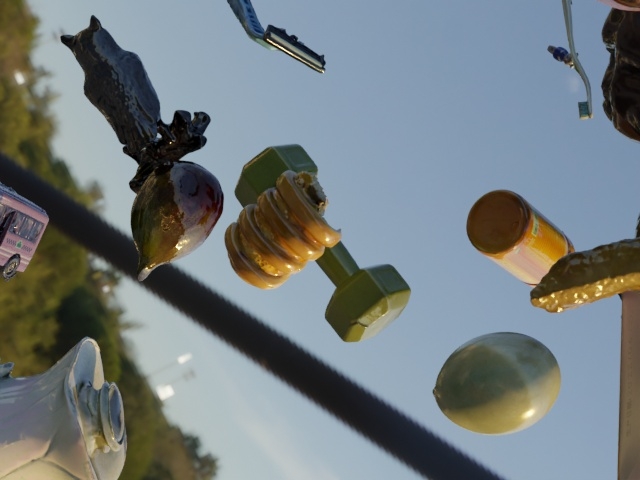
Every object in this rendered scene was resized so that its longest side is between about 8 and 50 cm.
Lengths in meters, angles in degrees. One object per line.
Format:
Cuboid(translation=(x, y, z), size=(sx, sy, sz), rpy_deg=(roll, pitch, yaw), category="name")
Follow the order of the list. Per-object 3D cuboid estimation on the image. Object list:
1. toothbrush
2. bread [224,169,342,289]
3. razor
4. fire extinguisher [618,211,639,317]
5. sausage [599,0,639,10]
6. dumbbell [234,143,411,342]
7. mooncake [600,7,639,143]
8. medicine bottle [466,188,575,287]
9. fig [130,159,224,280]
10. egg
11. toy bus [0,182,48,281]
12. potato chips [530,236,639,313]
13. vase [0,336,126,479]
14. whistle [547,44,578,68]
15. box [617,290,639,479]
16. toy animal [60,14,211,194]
Cuboid(translation=(0.432, -0.317, 2.187), size=(0.022, 0.026, 0.263), rpy_deg=(55, 29, -60), category="toothbrush")
Cuboid(translation=(-0.052, -0.012, 1.732), size=(0.119, 0.177, 0.084), rpy_deg=(54, 17, 15), category="bread")
Cuboid(translation=(-0.078, -0.249, 1.293), size=(0.082, 0.042, 0.253), rpy_deg=(23, 28, -44), category="razor")
Cuboid(translation=(0.477, 0.042, 1.905), size=(0.099, 0.231, 0.071), rpy_deg=(42, -43, -21), category="fire extinguisher")
Cuboid(translation=(0.275, -0.267, 1.192), size=(0.270, 0.109, 0.109), rpy_deg=(-95, 164, -73), category="sausage")
Cuboid(translation=(0.000, 0.000, 1.834), size=(0.108, 0.121, 0.302), rpy_deg=(-46, -107, 30), category="dumbbell")
Cuboid(translation=(0.532, -0.300, 1.730), size=(0.212, 0.381, 0.351), rpy_deg=(29, -51, 30), category="mooncake")
Cuboid(translation=(0.283, 0.001, 1.819), size=(0.192, 0.096, 0.096), rpy_deg=(28, 23, -55), category="medicine bottle")
Cuboid(translation=(-0.177, -0.021, 1.530), size=(0.103, 0.155, 0.109), rpy_deg=(22, -6, 23), category="fig")
Cuboid(translation=(0.195, 0.160, 1.449), size=(0.152, 0.114, 0.114), rpy_deg=(-17, -78, 33), category="egg")
Cuboid(translation=(-0.416, -0.027, 1.592), size=(0.096, 0.108, 0.199), rpy_deg=(28, -4, 15), category="toy bus")
Cuboid(translation=(0.407, 0.019, 1.271), size=(0.057, 0.407, 0.080), rpy_deg=(50, 43, -45), category="potato chips")
Cuboid(translation=(-0.444, 0.234, 1.468), size=(0.250, 0.445, 0.250), rpy_deg=(-10, 90, -86), category="vase")
Cuboid(translation=(0.483, -0.371, 2.592), size=(0.083, 0.029, 0.033), rpy_deg=(40, -66, 43), category="whistle")
Cuboid(translation=(0.503, 0.162, 1.551), size=(0.259, 0.213, 0.284), rpy_deg=(128, -32, -69), category="box")
Cuboid(translation=(-0.246, -0.165, 1.579), size=(0.210, 0.121, 0.117), rpy_deg=(48, 24, -15), category="toy animal")
